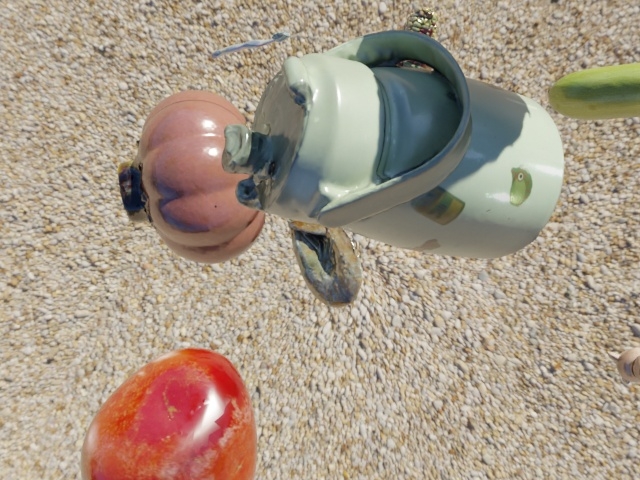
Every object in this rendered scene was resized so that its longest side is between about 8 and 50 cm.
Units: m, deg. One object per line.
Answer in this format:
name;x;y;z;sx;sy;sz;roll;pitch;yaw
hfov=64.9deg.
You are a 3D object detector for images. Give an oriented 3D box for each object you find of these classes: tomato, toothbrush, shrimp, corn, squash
tomato;-0.132;0.204;0.505;0.151;0.187;0.187;-2;87;35
toothbrush;-0.187;-0.498;1.287;0.269;0.027;0.021;1;83;36
shrimp;0.000;0.000;1.128;0.168;0.077;0.317;-37;69;37
corn;0.179;-0.358;1.060;0.086;0.086;0.253;18;117;5
squash;0.699;-0.368;1.267;0.247;0.132;0.132;6;88;45

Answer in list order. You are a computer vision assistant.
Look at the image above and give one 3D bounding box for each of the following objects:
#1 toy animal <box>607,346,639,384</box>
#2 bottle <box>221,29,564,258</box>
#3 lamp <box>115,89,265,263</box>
toy animal;0.700;0.277;1.101;0.089;0.150;0.083;-4;78;-1
bottle;0.077;-0.100;0.543;0.352;0.229;0.229;7;88;-31
lamp;-0.221;-0.103;0.881;0.240;0.305;0.305;-10;87;-5
